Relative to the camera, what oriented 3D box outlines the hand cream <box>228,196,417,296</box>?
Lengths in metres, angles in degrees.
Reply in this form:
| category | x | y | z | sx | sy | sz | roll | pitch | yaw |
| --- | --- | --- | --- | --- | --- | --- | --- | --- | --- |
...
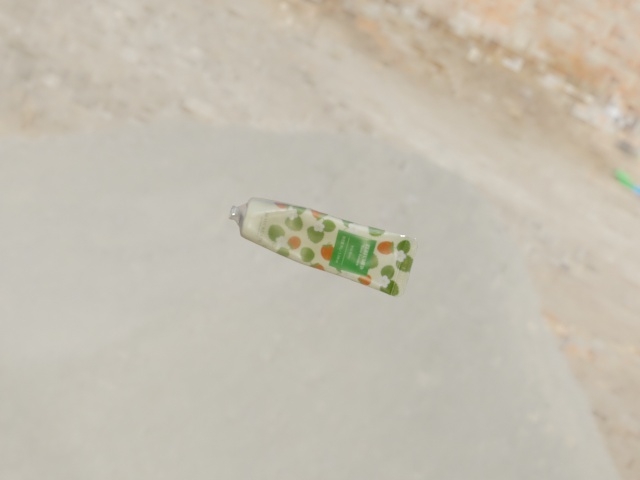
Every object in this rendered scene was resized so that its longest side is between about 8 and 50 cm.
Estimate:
| category | x | y | z | sx | sy | sz | roll | pitch | yaw |
| --- | --- | --- | --- | --- | --- | --- | --- | --- | --- |
| hand cream | 0.000 | 0.000 | 1.580 | 0.165 | 0.057 | 0.037 | 18 | 20 | 7 |
